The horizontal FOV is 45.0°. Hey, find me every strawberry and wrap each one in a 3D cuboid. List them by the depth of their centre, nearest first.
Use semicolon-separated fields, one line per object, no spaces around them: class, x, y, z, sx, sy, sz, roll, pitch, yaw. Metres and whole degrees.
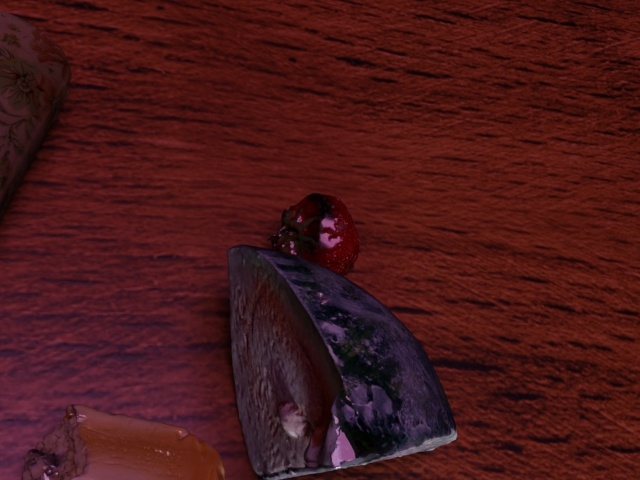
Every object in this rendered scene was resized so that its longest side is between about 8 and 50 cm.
strawberry;0.001;0.000;0.871;0.106;0.106;0.106;10;59;-18

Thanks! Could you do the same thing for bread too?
bread;-0.170;0.212;0.671;0.177;0.084;0.119;15;24;-16

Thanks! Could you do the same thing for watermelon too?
watermelon;-0.020;0.129;0.733;0.289;0.214;0.320;47;11;12

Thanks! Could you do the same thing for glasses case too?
glasses case;-0.379;-0.060;0.736;0.156;0.098;0.425;23;56;-13
